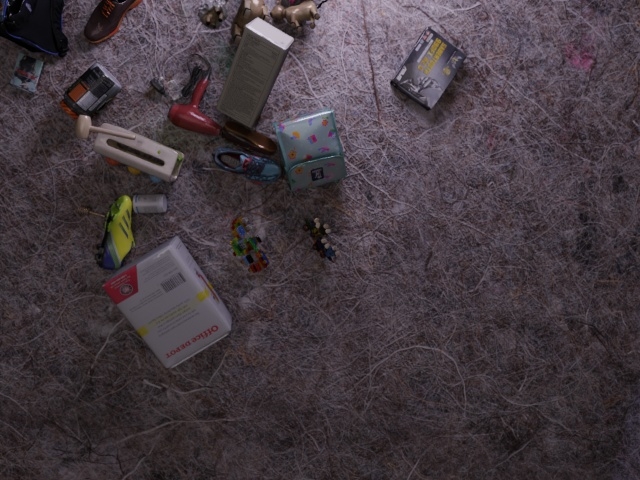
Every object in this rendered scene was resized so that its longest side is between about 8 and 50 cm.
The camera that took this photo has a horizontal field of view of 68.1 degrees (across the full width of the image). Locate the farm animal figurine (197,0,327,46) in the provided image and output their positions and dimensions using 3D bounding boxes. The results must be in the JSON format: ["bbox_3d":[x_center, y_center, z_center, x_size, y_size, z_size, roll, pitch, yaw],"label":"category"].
[{"bbox_3d":[-0.197,-0.787,1.593,0.330,0.172,0.326,24,128,-40],"label":"farm animal figurine"}]

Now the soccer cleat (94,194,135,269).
[{"bbox_3d":[-0.725,-0.027,1.720,0.121,0.093,0.289,13,106,-38],"label":"soccer cleat"}]

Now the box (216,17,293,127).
[{"bbox_3d":[-0.223,-0.556,1.588,0.147,0.121,0.311,29,128,-9],"label":"box"}]

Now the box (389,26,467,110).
[{"bbox_3d":[0.393,-0.625,1.733,0.183,0.056,0.231,34,95,-8],"label":"box"}]

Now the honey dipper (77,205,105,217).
[{"bbox_3d":[-0.803,-0.090,1.735,0.160,0.030,0.031,17,97,-10],"label":"honey dipper"}]

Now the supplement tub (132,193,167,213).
[{"bbox_3d":[-0.619,-0.134,1.721,0.107,0.071,0.071,-1,99,-5],"label":"supplement tub"}]

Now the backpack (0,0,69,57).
[{"bbox_3d":[-0.955,-0.765,1.522,0.213,0.276,0.264,16,94,7],"label":"backpack"}]

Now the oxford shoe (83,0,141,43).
[{"bbox_3d":[-0.713,-0.787,1.602,0.097,0.098,0.271,41,93,-9],"label":"oxford shoe"}]

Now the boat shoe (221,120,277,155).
[{"bbox_3d":[-0.259,-0.359,1.721,0.206,0.073,0.073,27,133,-5],"label":"boat shoe"}]

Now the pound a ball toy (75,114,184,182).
[{"bbox_3d":[-0.655,-0.300,1.624,0.319,0.208,0.136,21,96,-8],"label":"pound a ball toy"}]

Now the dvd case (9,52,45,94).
[{"bbox_3d":[-1.022,-0.581,1.652,0.087,0.013,0.120,21,97,-7],"label":"dvd case"}]

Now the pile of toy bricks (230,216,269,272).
[{"bbox_3d":[-0.287,0.029,1.765,0.105,0.118,0.212,-16,111,31],"label":"pile of toy bricks"}]

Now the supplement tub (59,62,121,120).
[{"bbox_3d":[-0.791,-0.504,1.629,0.190,0.117,0.117,-42,99,3],"label":"supplement tub"}]

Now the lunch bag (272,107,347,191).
[{"bbox_3d":[-0.035,-0.317,1.698,0.223,0.160,0.263,-16,111,-5],"label":"lunch bag"}]

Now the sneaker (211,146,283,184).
[{"bbox_3d":[-0.264,-0.263,1.701,0.261,0.125,0.104,12,98,-6],"label":"sneaker"}]

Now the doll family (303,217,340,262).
[{"bbox_3d":[0.000,0.000,1.774,0.076,0.111,0.193,-18,87,-35],"label":"doll family"}]

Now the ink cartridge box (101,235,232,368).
[{"bbox_3d":[-0.538,0.224,1.717,0.279,0.160,0.385,-30,106,1],"label":"ink cartridge box"}]

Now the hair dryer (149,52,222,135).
[{"bbox_3d":[-0.446,-0.495,1.676,0.223,0.080,0.294,-29,100,0],"label":"hair dryer"}]
